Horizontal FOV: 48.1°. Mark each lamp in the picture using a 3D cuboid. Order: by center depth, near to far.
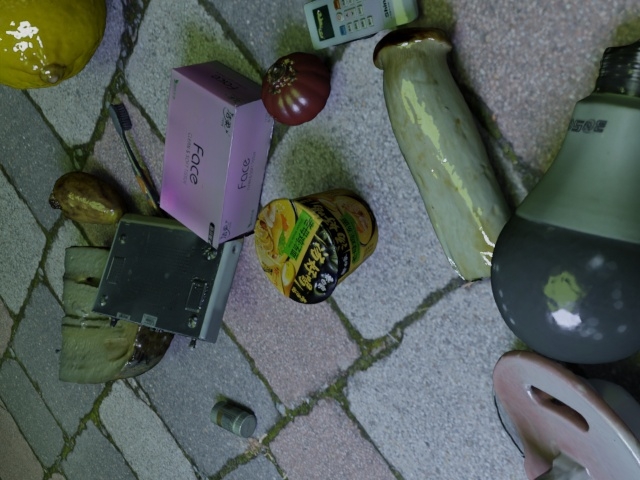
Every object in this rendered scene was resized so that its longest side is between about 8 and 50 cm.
[{"bbox_3d":[0.265,-0.033,0.730,0.181,0.181,0.314,-3,86,43],"label":"lamp"},{"bbox_3d":[-0.033,-0.202,0.955,0.101,0.090,0.101,-12,68,33],"label":"lamp"}]

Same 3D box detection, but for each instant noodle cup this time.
[{"bbox_3d":[0.000,0.000,0.994,0.151,0.122,0.152,17,117,36],"label":"instant noodle cup"}]

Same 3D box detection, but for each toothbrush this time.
[{"bbox_3d":[-0.312,-0.095,1.297,0.023,0.031,0.321,-13,99,46],"label":"toothbrush"}]

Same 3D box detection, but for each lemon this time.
[{"bbox_3d":[-0.485,-0.385,1.158,0.268,0.268,0.322,-27,73,45],"label":"lemon"}]

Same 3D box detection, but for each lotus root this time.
[{"bbox_3d":[-0.430,-0.072,1.379,0.190,0.095,0.108,17,160,24],"label":"lotus root"},{"bbox_3d":[-0.372,0.140,1.385,0.260,0.149,0.267,-4,83,37],"label":"lotus root"}]

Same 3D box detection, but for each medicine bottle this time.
[{"bbox_3d":[-0.164,0.336,1.348,0.083,0.047,0.047,13,117,38],"label":"medicine bottle"}]

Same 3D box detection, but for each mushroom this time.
[{"bbox_3d":[0.147,-0.100,0.845,0.100,0.081,0.312,-13,102,51],"label":"mushroom"}]

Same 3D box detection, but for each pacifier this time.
[{"bbox_3d":[0.273,0.274,0.792,0.220,0.273,0.332,-8,118,33],"label":"pacifier"}]

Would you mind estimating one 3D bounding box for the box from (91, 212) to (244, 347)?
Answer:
[{"bbox_3d":[-0.269,0.064,1.228,0.270,0.045,0.211,10,79,32],"label":"box"}]

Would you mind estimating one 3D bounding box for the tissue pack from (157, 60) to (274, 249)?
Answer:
[{"bbox_3d":[-0.164,-0.132,1.103,0.148,0.092,0.246,34,129,28],"label":"tissue pack"}]

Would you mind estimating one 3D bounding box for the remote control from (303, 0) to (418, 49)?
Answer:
[{"bbox_3d":[0.048,-0.282,0.887,0.166,0.029,0.065,-1,109,47],"label":"remote control"}]
